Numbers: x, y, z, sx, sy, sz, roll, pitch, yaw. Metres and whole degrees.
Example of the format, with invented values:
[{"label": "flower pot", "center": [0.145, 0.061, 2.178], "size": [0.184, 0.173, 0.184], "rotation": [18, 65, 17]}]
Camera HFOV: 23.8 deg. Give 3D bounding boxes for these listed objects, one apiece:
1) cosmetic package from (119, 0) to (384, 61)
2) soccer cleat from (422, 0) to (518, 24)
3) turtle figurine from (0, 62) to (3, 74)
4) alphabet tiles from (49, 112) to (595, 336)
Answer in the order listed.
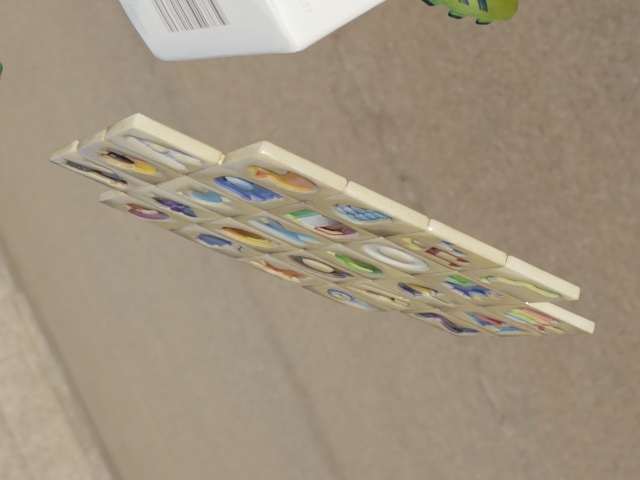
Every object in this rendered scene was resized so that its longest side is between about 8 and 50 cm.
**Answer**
[{"label": "cosmetic package", "center": [0.036, -0.153, 0.554], "size": [0.117, 0.231, 0.085], "rotation": [8, 130, 59]}, {"label": "soccer cleat", "center": [0.131, -0.364, 1.786], "size": [0.289, 0.093, 0.121], "rotation": [35, 125, -13]}, {"label": "turtle figurine", "center": [-0.398, -0.149, 1.277], "size": [0.234, 0.175, 0.118], "rotation": [23, 175, 13]}, {"label": "alphabet tiles", "center": [0.000, 0.000, 1.009], "size": [0.285, 0.342, 0.011], "rotation": [-9, 60, 64]}]
